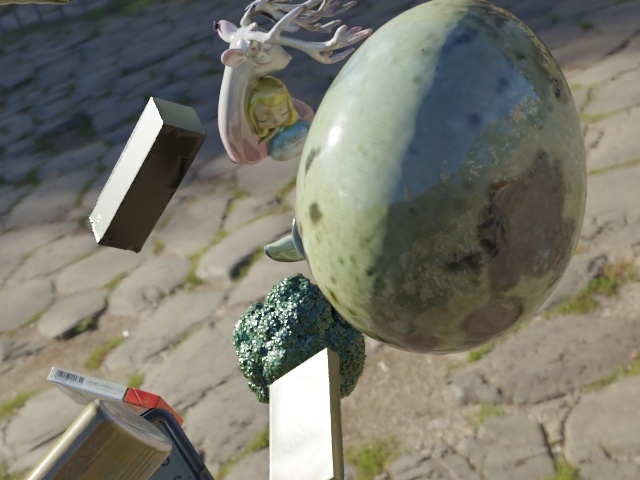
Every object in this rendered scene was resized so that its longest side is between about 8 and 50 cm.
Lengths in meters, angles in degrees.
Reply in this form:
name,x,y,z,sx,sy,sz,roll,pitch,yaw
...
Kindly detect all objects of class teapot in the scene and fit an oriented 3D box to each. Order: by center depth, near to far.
name,x,y,z,sx,sy,sz,roll,pitch,yaw
teapot,0.008,0.006,1.666,0.149,0.111,0.108,-44,-21,3

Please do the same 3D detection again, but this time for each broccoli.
name,x,y,z,sx,sy,sz,roll,pitch,yaw
broccoli,-0.029,0.182,2.041,0.270,0.270,0.270,-11,9,24

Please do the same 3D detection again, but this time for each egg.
name,x,y,z,sx,sy,sz,roll,pitch,yaw
egg,0.146,-0.073,1.325,0.345,0.428,0.345,11,12,-2

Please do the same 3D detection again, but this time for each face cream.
name,x,y,z,sx,sy,sz,roll,pitch,yaw
face cream,-0.261,0.277,1.013,0.067,0.139,0.285,37,84,28

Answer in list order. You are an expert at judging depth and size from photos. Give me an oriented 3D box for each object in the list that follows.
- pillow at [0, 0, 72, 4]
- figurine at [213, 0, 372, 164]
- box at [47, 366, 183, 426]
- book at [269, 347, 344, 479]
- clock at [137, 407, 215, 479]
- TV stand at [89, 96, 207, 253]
name,x,y,z,sx,sy,sz,roll,pitch,yaw
pillow,-0.343,-0.289,1.015,0.208,0.212,0.052,-4,58,-6
figurine,-0.058,-0.311,1.930,0.284,0.315,0.206,-12,52,-2
box,-0.400,0.312,2.165,0.245,0.139,0.035,10,65,21
book,-0.025,0.304,1.769,0.161,0.026,0.231,-36,41,37
clock,-0.309,0.462,1.891,0.273,0.279,0.049,-31,-2,-30
TV stand,-0.299,-0.107,1.896,0.088,0.269,0.082,11,36,-36
